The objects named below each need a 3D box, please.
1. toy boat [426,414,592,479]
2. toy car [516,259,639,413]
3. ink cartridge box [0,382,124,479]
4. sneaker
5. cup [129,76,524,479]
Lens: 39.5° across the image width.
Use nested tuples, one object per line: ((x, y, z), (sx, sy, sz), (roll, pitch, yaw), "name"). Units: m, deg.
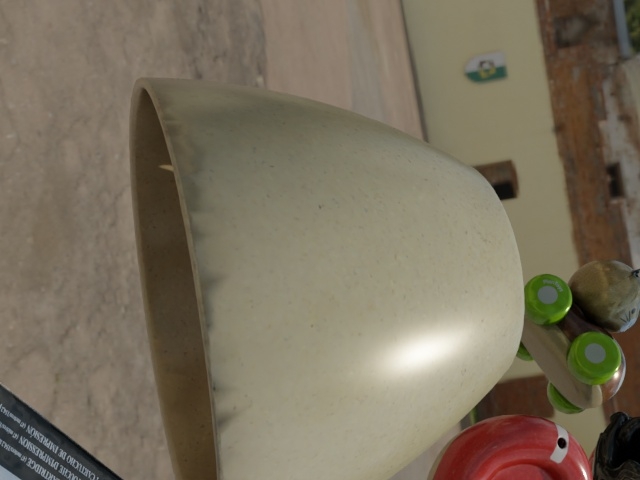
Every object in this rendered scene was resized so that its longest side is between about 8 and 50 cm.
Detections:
((0.160, 0.251, 0.703), (0.151, 0.151, 0.231), (30, 63, -19), "toy boat")
((0.318, 0.081, 0.985), (0.149, 0.188, 0.155), (55, -10, 23), "toy car")
((-0.126, 0.145, 0.395), (0.207, 0.046, 0.097), (54, 37, -39), "ink cartridge box")
((0.329, 0.230, 0.913), (0.276, 0.097, 0.135), (-26, 131, -65), "sneaker")
((0.004, 0.040, 0.648), (0.331, 0.237, 0.331), (172, -90, -74), "cup")
